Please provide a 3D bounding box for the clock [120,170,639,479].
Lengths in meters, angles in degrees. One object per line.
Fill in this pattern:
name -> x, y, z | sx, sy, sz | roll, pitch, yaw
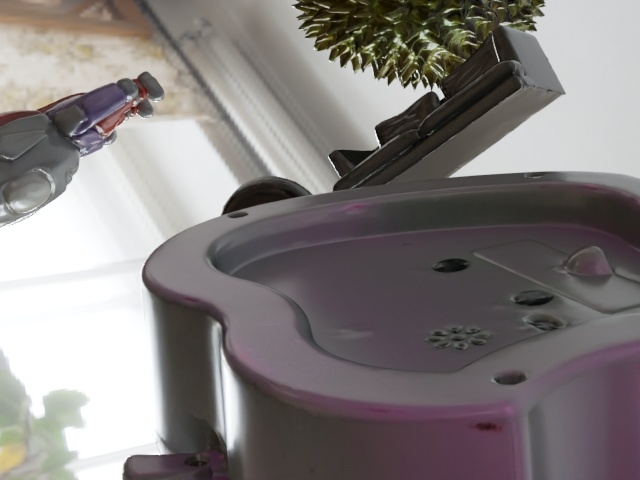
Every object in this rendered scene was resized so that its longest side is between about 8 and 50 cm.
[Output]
clock -> 0.061, 0.053, 0.561 | 0.338, 0.338, 0.102 | 15, -64, 52

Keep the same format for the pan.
pan -> 0.000, 0.001, 1.197 | 0.040, 0.212, 0.115 | -72, 171, -68

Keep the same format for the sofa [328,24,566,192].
sofa -> 0.073, -0.080, 0.763 | 0.147, 0.085, 0.060 | -36, -104, 29

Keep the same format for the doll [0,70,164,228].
doll -> -0.209, -0.054, 0.813 | 0.075, 0.227, 0.102 | 54, -30, 3

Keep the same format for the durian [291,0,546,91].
durian -> 0.091, -0.267, 1.027 | 0.224, 0.291, 0.291 | -9, -91, 56
